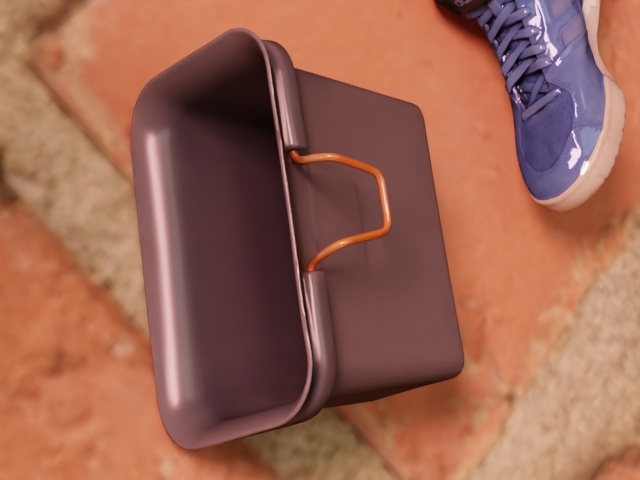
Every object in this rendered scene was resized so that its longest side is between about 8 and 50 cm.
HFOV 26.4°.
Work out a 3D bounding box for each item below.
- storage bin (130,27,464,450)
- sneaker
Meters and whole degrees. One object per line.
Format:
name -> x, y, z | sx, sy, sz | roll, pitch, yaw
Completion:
storage bin -> 0.000, 0.000, 0.485 | 0.091, 0.098, 0.135 | 3, 72, -41
sneaker -> 0.081, -0.089, 0.577 | 0.084, 0.058, 0.152 | 22, 59, -30
